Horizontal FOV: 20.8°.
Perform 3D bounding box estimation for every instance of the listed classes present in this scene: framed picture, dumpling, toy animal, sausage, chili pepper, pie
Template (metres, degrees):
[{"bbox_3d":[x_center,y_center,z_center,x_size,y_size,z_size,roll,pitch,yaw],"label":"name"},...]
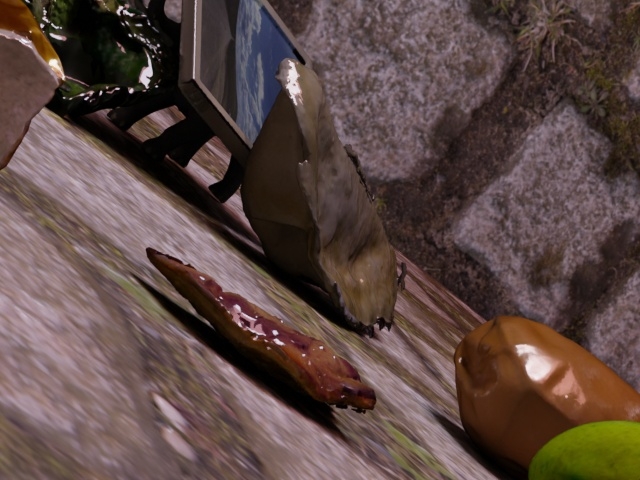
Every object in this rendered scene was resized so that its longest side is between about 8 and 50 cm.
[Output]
[{"bbox_3d":[-0.065,-0.147,1.544,0.260,0.023,0.189,50,34,-54],"label":"framed picture"},{"bbox_3d":[-0.003,-0.003,1.526,0.086,0.166,0.332,-3,-35,22],"label":"dumpling"},{"bbox_3d":[-0.123,-0.136,1.594,0.082,0.137,0.269,46,-1,37],"label":"toy animal"},{"bbox_3d":[0.205,0.155,1.424,0.241,0.120,0.136,37,19,-32],"label":"sausage"},{"bbox_3d":[-0.234,-0.183,1.394,0.264,0.116,0.148,38,-7,-33],"label":"chili pepper"},{"bbox_3d":[-0.023,0.061,0.991,0.170,0.034,0.092,37,1,-41],"label":"pie"}]

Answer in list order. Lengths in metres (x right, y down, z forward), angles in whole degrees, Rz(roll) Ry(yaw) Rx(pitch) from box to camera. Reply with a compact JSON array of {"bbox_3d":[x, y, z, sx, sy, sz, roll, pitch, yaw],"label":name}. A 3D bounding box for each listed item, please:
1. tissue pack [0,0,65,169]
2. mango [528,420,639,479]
[{"bbox_3d":[-0.226,-0.127,0.837,0.183,0.092,0.226,36,2,-26],"label":"tissue pack"},{"bbox_3d":[0.268,0.215,1.140,0.273,0.149,0.185,36,2,44],"label":"mango"}]
